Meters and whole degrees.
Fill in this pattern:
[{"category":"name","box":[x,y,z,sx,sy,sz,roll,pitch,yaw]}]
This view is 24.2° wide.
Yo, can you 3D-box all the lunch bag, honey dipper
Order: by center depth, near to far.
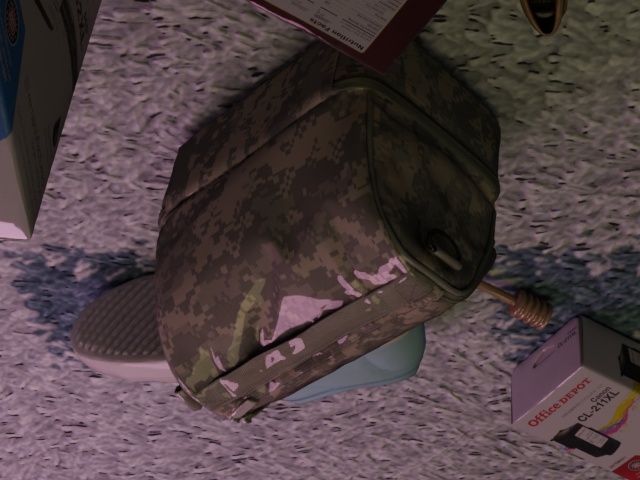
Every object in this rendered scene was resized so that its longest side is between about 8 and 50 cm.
[{"category":"lunch bag","box":[0.000,0.000,1.306,0.305,0.256,0.212,-31,123,33]},{"category":"honey dipper","box":[0.158,0.044,1.489,0.160,0.030,0.030,25,133,-15]}]

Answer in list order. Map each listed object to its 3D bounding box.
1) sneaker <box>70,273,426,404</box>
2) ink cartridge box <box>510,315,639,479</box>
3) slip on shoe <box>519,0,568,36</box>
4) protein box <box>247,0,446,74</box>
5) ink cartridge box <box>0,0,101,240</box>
[{"category":"sneaker","box":[-0.070,0.119,1.524,0.365,0.135,0.150,-3,132,13]},{"category":"ink cartridge box","box":[0.304,0.170,1.563,0.175,0.072,0.127,25,134,-17]},{"category":"slip on shoe","box":[0.175,-0.226,1.204,0.051,0.041,0.135,-2,135,11]},{"category":"protein box","box":[0.050,-0.270,1.065,0.136,0.200,0.201,27,133,-18]},{"category":"ink cartridge box","box":[-0.262,-0.184,1.124,0.129,0.307,0.223,2,135,4]}]
